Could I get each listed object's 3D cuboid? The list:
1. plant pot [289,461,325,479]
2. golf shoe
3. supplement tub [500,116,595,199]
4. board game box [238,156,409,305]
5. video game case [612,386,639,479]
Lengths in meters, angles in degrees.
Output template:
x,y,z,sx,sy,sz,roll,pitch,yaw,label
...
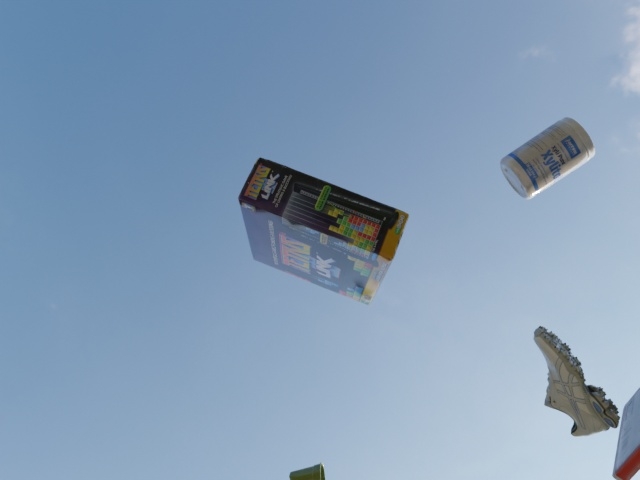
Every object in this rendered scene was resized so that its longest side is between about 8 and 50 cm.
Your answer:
x,y,z,sx,sy,sz,roll,pitch,yaw,label
-0.032,0.570,1.341,0.079,0.083,0.084,-7,-75,5,plant pot
0.365,0.218,0.859,0.086,0.069,0.176,-39,-104,24,golf shoe
0.311,-0.113,0.784,0.107,0.071,0.071,-35,-84,6,supplement tub
0.000,0.000,0.550,0.141,0.170,0.048,20,-109,6,board game box
0.551,0.225,0.882,0.025,0.204,0.285,31,-57,20,video game case
